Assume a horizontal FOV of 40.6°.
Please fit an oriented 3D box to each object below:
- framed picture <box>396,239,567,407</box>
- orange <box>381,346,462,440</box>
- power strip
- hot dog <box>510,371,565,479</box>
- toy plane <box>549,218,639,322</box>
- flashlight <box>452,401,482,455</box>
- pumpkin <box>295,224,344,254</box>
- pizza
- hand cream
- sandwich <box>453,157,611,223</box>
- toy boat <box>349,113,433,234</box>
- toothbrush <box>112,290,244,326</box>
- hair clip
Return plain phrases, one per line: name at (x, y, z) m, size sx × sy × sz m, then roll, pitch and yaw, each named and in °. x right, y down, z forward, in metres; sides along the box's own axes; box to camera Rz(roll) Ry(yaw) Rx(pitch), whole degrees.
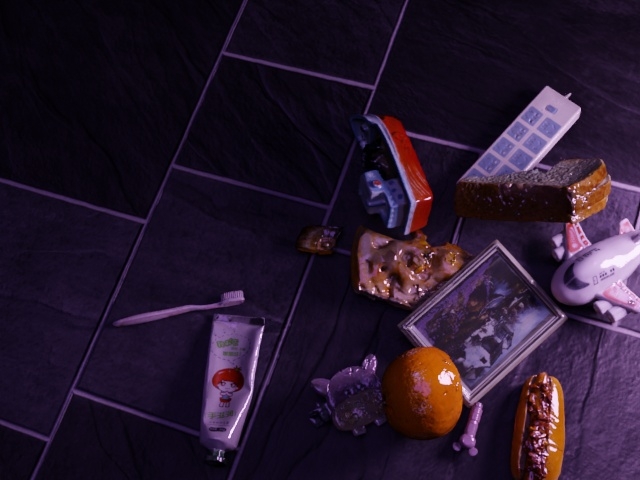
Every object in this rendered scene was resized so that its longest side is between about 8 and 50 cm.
framed picture at (0.345, 0.172, 1.834) m, size 0.296 × 0.019 × 0.232 m, roll -41°, pitch 82°, yaw -9°
orange at (0.199, 0.308, 1.734) m, size 0.161 × 0.193 × 0.193 m, roll -5°, pitch 67°, yaw -1°
power strip at (0.460, -0.214, 1.991) m, size 0.106 × 0.043 × 0.367 m, roll 39°, pitch 78°, yaw 19°
hot dog at (0.439, 0.387, 1.732) m, size 0.102 × 0.076 × 0.249 m, roll 10°, pitch 69°, yaw 8°
toy plane at (0.599, 0.050, 1.826) m, size 0.252 × 0.118 × 0.252 m, roll -4°, pitch 68°, yaw 10°
flashlight at (0.309, 0.385, 1.776) m, size 0.052 × 0.031 × 0.110 m, roll 16°, pitch 66°, yaw 16°
pumpkin at (-0.001, -0.001, 1.977) m, size 0.101 × 0.035 × 0.073 m, roll 6°, pitch 58°, yaw 14°
pizza at (0.207, 0.062, 1.900) m, size 0.296 × 0.071 × 0.189 m, roll 12°, pitch 66°, yaw 6°
hand cream at (-0.200, 0.315, 1.865) m, size 0.121 × 0.076 × 0.336 m, roll 3°, pitch 62°, yaw 8°
sandwich at (0.468, -0.106, 1.879) m, size 0.288 × 0.254 × 0.100 m, roll 4°, pitch 111°, yaw 35°
toy boat at (0.136, -0.169, 1.955) m, size 0.133 × 0.145 × 0.332 m, roll -10°, pitch 54°, yaw -11°
toothbrush at (-0.322, 0.156, 1.961) m, size 0.307 × 0.025 × 0.030 m, roll -12°, pitch 59°, yaw 3°
hair clip at (0.062, 0.338, 1.818) m, size 0.187 × 0.056 × 0.146 m, roll -25°, pitch 74°, yaw -6°
